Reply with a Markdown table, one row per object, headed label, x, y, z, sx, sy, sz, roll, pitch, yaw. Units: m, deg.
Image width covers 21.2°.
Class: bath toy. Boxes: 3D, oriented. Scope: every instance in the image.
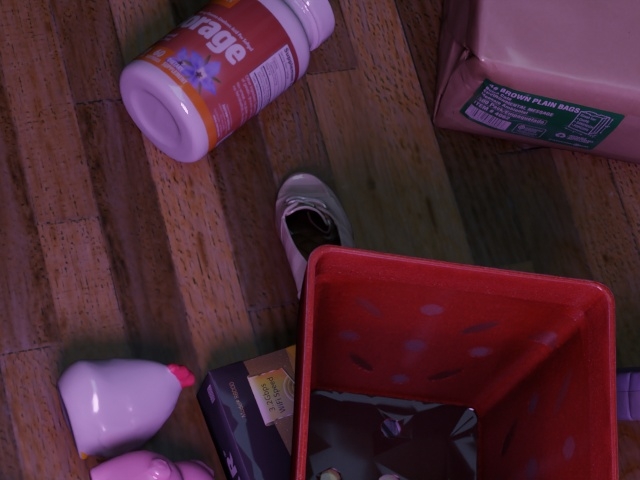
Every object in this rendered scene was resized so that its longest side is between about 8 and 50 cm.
| label | x | y | z | sx | sy | sz | roll | pitch | yaw |
| --- | --- | --- | --- | --- | --- | --- | --- | --- | --- |
| bath toy | -0.130 | 0.247 | 1.533 | 0.129 | 0.151 | 0.348 | -18 | 58 | -13 |

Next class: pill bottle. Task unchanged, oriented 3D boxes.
| label | x | y | z | sx | sy | sz | roll | pitch | yaw |
| --- | --- | --- | --- | --- | --- | --- | --- | --- | --- |
| pill bottle | -0.091 | -0.186 | 1.744 | 0.121 | 0.121 | 0.216 | 45 | 65 | 7 |

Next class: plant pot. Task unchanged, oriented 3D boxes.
| label | x | y | z | sx | sy | sz | roll | pitch | yaw |
| --- | --- | --- | --- | --- | --- | --- | --- | --- | --- |
| plant pot | 0.089 | 0.185 | 1.477 | 0.267 | 0.235 | 0.267 | 8 | 65 | -11 |

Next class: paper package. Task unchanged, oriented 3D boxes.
| label | x | y | z | sx | sy | sz | roll | pitch | yaw |
| --- | --- | --- | --- | --- | --- | --- | --- | --- | --- |
| paper package | 0.306 | -0.251 | 1.844 | 0.325 | 0.168 | 0.309 | 11 | 65 | -10 |

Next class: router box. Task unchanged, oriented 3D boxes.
| label | x | y | z | sx | sy | sz | roll | pitch | yaw |
| --- | --- | --- | --- | --- | --- | --- | --- | --- | --- |
| router box | 0.049 | 0.238 | 1.622 | 0.243 | 0.081 | 0.308 | -17 | 73 | -19 |

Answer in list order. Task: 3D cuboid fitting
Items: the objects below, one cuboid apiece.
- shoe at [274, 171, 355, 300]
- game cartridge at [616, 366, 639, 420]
| label | x | y | z | sx | sy | sz | roll | pitch | yaw |
| --- | --- | --- | --- | --- | --- | --- | --- | --- | --- |
| shoe | 0.000 | 0.000 | 1.683 | 0.077 | 0.058 | 0.219 | -6 | 44 | -8 |
| game cartridge | 0.434 | 0.149 | 1.674 | 0.355 | 0.230 | 0.068 | 1 | 88 | -14 |
